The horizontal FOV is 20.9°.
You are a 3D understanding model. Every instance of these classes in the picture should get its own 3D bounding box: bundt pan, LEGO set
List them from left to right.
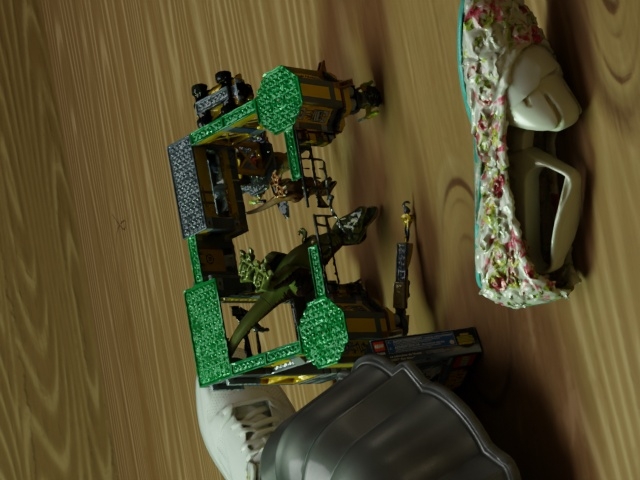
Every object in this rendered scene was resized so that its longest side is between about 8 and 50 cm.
[{"bbox_3d":[0.000,0.000,1.645,0.255,0.192,0.331,-33,66,40],"label":"LEGO set"},{"bbox_3d":[0.058,0.263,1.392,0.331,0.124,0.331,45,149,37],"label":"bundt pan"}]

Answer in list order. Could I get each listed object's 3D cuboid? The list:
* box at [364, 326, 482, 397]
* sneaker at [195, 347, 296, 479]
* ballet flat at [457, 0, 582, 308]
[{"bbox_3d":[0.076,0.123,1.487,0.137,0.094,0.027,108,151,-55],"label":"box"},{"bbox_3d":[-0.046,0.210,1.752,0.169,0.108,0.293,108,145,-59],"label":"sneaker"},{"bbox_3d":[0.148,-0.065,1.217,0.077,0.091,0.241,10,115,41],"label":"ballet flat"}]
